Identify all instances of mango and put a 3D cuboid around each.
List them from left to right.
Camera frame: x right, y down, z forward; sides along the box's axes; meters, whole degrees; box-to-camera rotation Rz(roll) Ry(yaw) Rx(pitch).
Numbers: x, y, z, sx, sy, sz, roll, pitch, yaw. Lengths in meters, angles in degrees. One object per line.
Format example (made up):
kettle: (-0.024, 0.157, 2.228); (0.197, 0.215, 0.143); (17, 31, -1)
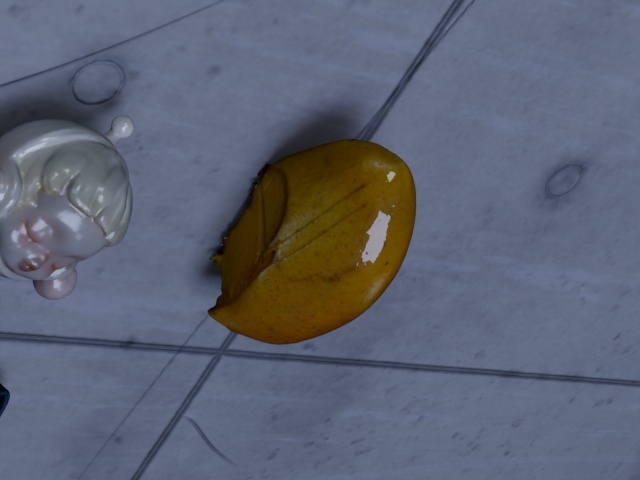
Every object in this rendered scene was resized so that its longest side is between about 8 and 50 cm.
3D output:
mango: (0.000, 0.000, 1.281); (0.126, 0.154, 0.252); (1, 146, -45)

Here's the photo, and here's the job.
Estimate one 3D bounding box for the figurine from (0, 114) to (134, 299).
figurine: (-0.255, -0.011, 1.108); (0.256, 0.144, 0.182); (-24, 122, -6)

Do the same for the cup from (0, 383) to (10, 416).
cup: (-0.368, 0.198, 1.274); (0.176, 0.131, 0.155); (-33, 156, -42)
